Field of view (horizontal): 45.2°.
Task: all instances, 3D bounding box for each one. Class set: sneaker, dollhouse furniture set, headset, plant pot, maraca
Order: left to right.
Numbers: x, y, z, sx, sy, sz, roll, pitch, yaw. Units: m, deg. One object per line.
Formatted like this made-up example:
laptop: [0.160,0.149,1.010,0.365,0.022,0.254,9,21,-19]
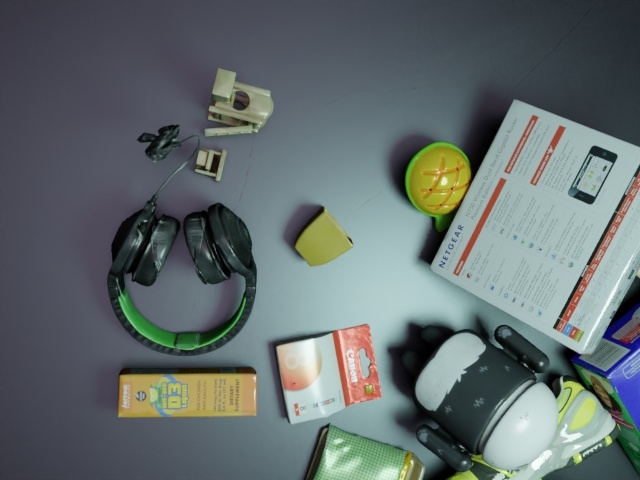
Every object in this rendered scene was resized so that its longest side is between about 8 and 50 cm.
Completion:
headset: [-0.229,0.012,1.241,0.243,0.185,0.394,-1,107,-1]
dollhouse furniture set: [-0.140,-0.176,1.265,0.101,0.182,0.161,13,89,-9]
plant pot: [0.000,0.000,1.348,0.083,0.081,0.081,-40,97,5]
dollhouse furniture set: [0.062,0.503,1.335,0.198,0.151,0.301,19,89,-9]
maraca: [0.221,-0.094,1.372,0.127,0.099,0.185,-38,122,1]
sneaker: [0.343,0.386,1.403,0.385,0.145,0.147,-27,70,-7]

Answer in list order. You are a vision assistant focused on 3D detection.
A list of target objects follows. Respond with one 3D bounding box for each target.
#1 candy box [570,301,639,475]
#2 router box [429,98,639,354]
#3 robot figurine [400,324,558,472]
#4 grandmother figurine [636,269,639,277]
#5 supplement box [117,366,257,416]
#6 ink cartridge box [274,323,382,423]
candy box: [0.659,0.270,1.417,0.268,0.122,0.317,-37,106,-7]
router box: [0.390,-0.028,1.291,0.301,0.082,0.335,31,100,31]
robot figurine: [0.271,0.265,1.319,0.173,0.278,0.209,-15,133,-46]
grandmother figurine: [0.505,-0.023,1.375,0.342,0.208,0.104,35,107,10]
supplement box: [-0.227,0.261,1.319,0.233,0.080,0.078,0,90,-7]
ink cartridge box: [0.017,0.239,1.375,0.179,0.045,0.145,-10,94,-6]
